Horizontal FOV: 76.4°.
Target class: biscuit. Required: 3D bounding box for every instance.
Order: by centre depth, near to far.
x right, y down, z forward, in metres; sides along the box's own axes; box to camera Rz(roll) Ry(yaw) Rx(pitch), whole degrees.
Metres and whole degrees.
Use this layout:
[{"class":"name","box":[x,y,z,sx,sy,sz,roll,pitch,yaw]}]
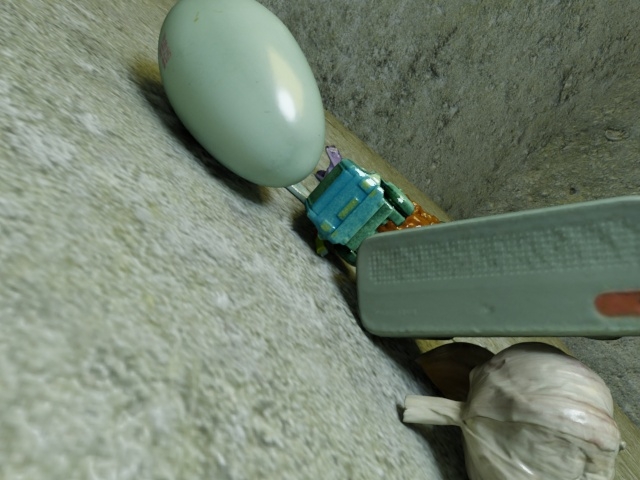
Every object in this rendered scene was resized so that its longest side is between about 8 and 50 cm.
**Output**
[{"class":"biscuit","box":[0.242,-0.050,1.158,0.318,0.110,0.312,30,23,-23]}]

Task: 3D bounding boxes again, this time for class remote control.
[{"class":"remote control","box":[-0.048,-0.107,0.854,0.124,0.018,0.053,40,18,-12]}]

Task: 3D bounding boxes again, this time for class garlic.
[{"class":"garlic","box":[0.207,0.216,0.485,0.212,0.218,0.218,15,19,5]},{"class":"garlic","box":[0.248,0.225,0.631,0.195,0.101,0.087,46,9,-6]}]

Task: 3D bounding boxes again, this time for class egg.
[{"class":"egg","box":[-0.125,-0.246,0.666,0.371,0.230,0.230,57,22,18]}]

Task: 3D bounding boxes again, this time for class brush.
[{"class":"brush","box":[0.000,0.000,0.728,0.021,0.019,0.083,46,15,-28]}]

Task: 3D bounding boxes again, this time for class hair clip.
[{"class":"hair clip","box":[0.080,-0.125,1.021,0.137,0.090,0.278,-2,46,-34]}]

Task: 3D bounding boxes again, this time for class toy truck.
[{"class":"toy truck","box":[0.071,-0.066,0.775,0.156,0.155,0.279,43,13,-2]}]

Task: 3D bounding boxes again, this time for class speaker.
[{"class":"speaker","box":[0.256,0.053,0.577,0.184,0.406,0.183,11,74,-52]}]

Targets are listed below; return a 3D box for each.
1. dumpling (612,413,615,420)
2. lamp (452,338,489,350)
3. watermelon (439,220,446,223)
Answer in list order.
[{"class":"dumpling","box":[0.659,0.431,1.037,0.151,0.124,0.229,-19,67,-26]},{"class":"lamp","box":[0.276,0.198,0.828,0.198,0.050,0.056,39,23,-20]},{"class":"watermelon","box":[0.395,0.033,1.330,0.145,0.137,0.193,37,-22,-18]}]
